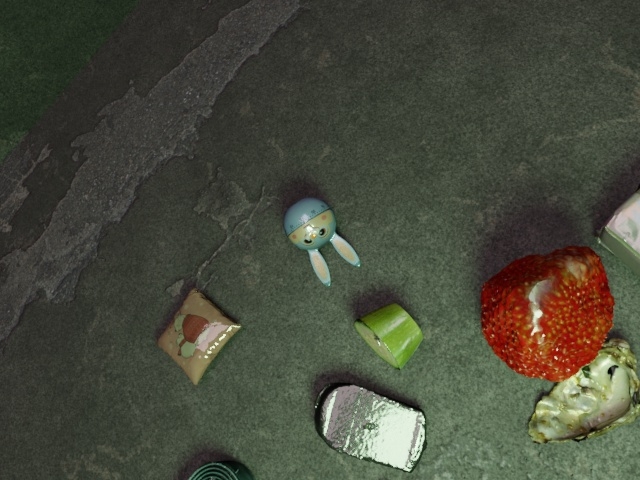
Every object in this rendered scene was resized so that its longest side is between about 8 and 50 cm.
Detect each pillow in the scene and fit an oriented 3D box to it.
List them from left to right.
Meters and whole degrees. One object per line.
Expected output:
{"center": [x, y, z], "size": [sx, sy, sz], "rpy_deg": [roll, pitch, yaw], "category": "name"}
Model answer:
{"center": [-0.385, 0.293, 1.417], "size": [0.223, 0.084, 0.236], "rpy_deg": [37, 90, 27], "category": "pillow"}

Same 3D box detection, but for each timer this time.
{"center": [-0.011, -0.012, 1.342], "size": [0.175, 0.175, 0.255], "rpy_deg": [-32, 64, 8], "category": "timer"}

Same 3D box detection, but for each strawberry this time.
{"center": [0.481, 0.141, 0.990], "size": [0.267, 0.351, 0.311], "rpy_deg": [29, 89, 36], "category": "strawberry"}

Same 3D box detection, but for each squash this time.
{"center": [0.182, 0.242, 1.180], "size": [0.123, 0.170, 0.170], "rpy_deg": [-37, 62, -8], "category": "squash"}

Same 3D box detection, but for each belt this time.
{"center": [-0.278, 0.725, 1.202], "size": [0.207, 0.116, 0.267], "rpy_deg": [17, 75, 29], "category": "belt"}

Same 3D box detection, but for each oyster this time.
{"center": [0.595, 0.357, 1.025], "size": [0.294, 0.094, 0.166], "rpy_deg": [-37, 44, 16], "category": "oyster"}

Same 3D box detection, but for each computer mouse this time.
{"center": [0.124, 0.467, 1.161], "size": [0.296, 0.087, 0.168], "rpy_deg": [16, 80, 13], "category": "computer mouse"}

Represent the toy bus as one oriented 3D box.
{"center": [0.814, 0.056, 1.003], "size": [0.162, 0.171, 0.386], "rpy_deg": [-45, 62, 12], "category": "toy bus"}
